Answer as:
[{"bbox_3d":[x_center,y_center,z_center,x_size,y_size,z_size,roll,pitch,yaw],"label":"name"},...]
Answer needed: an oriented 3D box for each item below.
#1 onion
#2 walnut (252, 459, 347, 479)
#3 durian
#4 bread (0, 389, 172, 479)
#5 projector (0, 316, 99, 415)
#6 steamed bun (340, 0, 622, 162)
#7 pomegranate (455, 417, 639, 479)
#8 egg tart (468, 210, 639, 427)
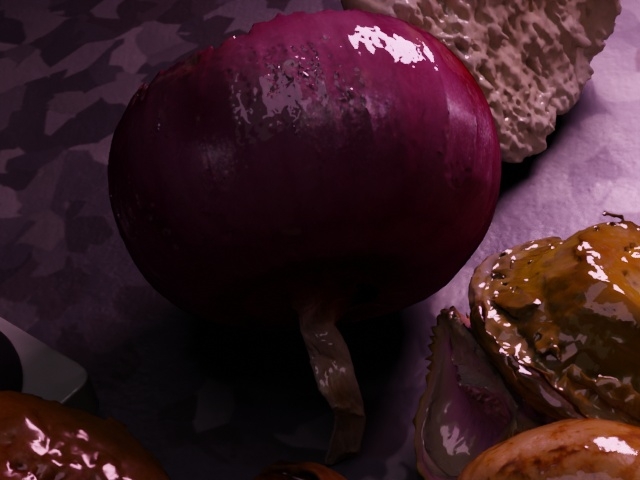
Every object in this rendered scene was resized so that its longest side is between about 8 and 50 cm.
[{"bbox_3d":[-0.002,-0.040,1.429,0.358,0.358,0.345,-24,51,-13],"label":"onion"},{"bbox_3d":[-0.007,0.249,1.292,0.115,0.116,0.207,-17,42,-5],"label":"walnut"},{"bbox_3d":[0.150,0.143,1.353,0.165,0.132,0.182,-31,32,-35],"label":"durian"},{"bbox_3d":[-0.244,0.266,1.232,0.312,0.172,0.312,12,47,-12],"label":"bread"},{"bbox_3d":[-0.376,0.173,1.481,0.257,0.079,0.259,25,54,34],"label":"projector"},{"bbox_3d":[0.139,-0.226,1.649,0.273,0.290,0.272,0,44,43],"label":"steamed bun"},{"bbox_3d":[0.182,0.245,1.149,0.248,0.248,0.248,-7,42,6],"label":"pomegranate"},{"bbox_3d":[0.263,0.072,1.334,0.294,0.116,0.295,20,32,-13],"label":"egg tart"}]
